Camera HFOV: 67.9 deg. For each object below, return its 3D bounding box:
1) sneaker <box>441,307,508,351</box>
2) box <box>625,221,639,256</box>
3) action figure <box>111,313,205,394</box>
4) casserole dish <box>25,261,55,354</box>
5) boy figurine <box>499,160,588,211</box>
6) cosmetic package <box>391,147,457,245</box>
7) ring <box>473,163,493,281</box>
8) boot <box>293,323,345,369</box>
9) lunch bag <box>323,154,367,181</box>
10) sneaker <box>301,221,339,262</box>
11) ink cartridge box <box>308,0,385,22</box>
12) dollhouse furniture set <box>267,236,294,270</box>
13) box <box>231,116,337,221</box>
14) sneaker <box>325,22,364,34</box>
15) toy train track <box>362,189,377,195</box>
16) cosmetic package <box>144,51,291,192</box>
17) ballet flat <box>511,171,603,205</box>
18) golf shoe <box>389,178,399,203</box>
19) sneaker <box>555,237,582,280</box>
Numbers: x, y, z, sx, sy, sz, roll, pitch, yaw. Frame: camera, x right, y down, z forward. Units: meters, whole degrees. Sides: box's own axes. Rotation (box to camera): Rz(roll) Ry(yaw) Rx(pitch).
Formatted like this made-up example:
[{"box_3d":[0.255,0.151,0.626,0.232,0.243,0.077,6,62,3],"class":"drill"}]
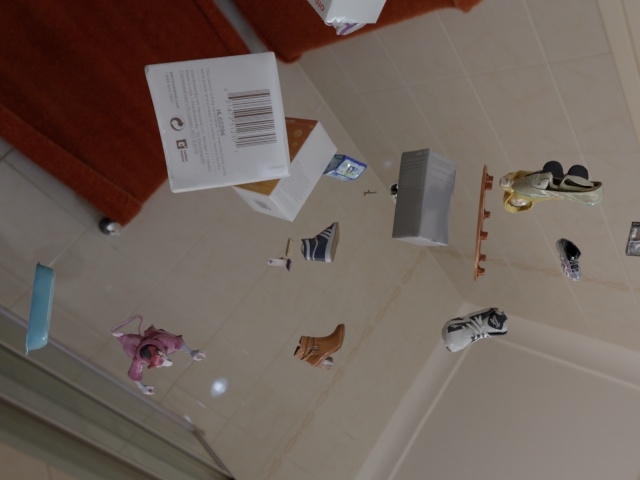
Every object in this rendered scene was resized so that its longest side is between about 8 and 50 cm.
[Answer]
[{"box_3d":[0.479,0.259,1.432,0.153,0.235,0.093,-34,-110,45],"class":"sneaker"},{"box_3d":[0.701,-0.001,1.022,0.067,0.083,0.018,5,-139,23],"class":"box"},{"box_3d":[-0.589,0.372,1.695,0.248,0.275,0.370,-35,-175,-18],"class":"action figure"},{"box_3d":[-0.564,0.136,0.963,0.114,0.037,0.188,-37,-127,54],"class":"casserole dish"},{"box_3d":[0.516,-0.127,1.158,0.285,0.178,0.092,128,-29,-86],"class":"boy figurine"},{"box_3d":[0.274,-0.108,1.251,0.107,0.127,0.237,3,-101,51],"class":"cosmetic package"},{"box_3d":[0.466,-0.047,1.353,0.032,0.336,0.336,6,-130,19],"class":"ring"},{"box_3d":[-0.001,0.386,1.806,0.073,0.153,0.197,-163,-83,-80],"class":"boot"},{"box_3d":[0.104,-0.315,2.026,0.151,0.129,0.096,-16,-113,49],"class":"lunch bag"},{"box_3d":[0.000,0.000,2.157,0.153,0.099,0.282,0,-148,11],"class":"sneaker"},{"box_3d":[0.056,-0.500,0.844,0.128,0.128,0.176,60,-36,23],"class":"ink cartridge box"},{"box_3d":[-0.145,0.037,1.673,0.091,0.081,0.114,-131,-129,-67],"class":"dollhouse furniture set"},{"box_3d":[-0.131,-0.273,1.775,0.215,0.168,0.345,17,-111,38],"class":"box"},{"box_3d":[0.061,-0.682,1.357,0.114,0.152,0.305,-22,-173,17],"class":"sneaker"},{"box_3d":[0.216,-0.213,2.091,0.083,0.014,0.048,7,-139,49],"class":"toy train track"},{"box_3d":[-0.275,-0.341,1.394,0.328,0.329,0.393,-9,-166,-5],"class":"cosmetic package"},{"box_3d":[0.472,-0.113,0.949,0.168,0.052,0.057,13,-128,27],"class":"ballet flat"},{"box_3d":[0.333,-0.214,1.980,0.120,0.105,0.273,-9,169,-11],"class":"golf shoe"},{"box_3d":[0.535,0.043,1.011,0.038,0.098,0.069,-24,178,10],"class":"sneaker"}]
